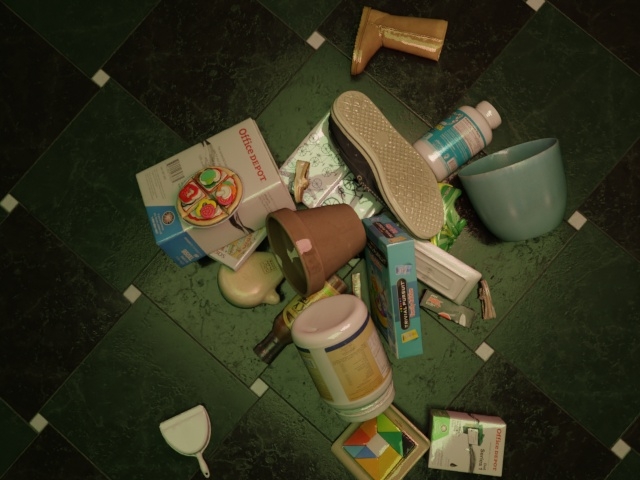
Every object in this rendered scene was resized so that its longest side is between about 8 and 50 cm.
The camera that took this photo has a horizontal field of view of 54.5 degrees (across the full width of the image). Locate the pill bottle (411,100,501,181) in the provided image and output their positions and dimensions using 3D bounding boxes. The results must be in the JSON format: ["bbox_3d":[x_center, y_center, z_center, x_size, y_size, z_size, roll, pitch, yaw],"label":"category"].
[{"bbox_3d":[0.415,-0.308,1.883,0.264,0.146,0.146,-37,86,-1],"label":"pill bottle"}]

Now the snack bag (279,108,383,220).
[{"bbox_3d":[0.076,-0.208,1.946,0.342,0.037,0.323,41,89,4],"label":"snack bag"}]

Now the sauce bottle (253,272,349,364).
[{"bbox_3d":[-0.062,0.232,1.891,0.111,0.111,0.344,42,90,4],"label":"sauce bottle"}]

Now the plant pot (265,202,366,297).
[{"bbox_3d":[0.000,0.000,1.771,0.229,0.263,0.263,-24,86,-17],"label":"plant pot"}]

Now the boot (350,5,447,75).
[{"bbox_3d":[0.242,-0.604,1.936,0.270,0.089,0.236,14,88,2],"label":"boot"}]

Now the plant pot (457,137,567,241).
[{"bbox_3d":[0.579,-0.136,1.809,0.293,0.293,0.235,-23,101,1],"label":"plant pot"}]

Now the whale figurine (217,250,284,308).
[{"bbox_3d":[-0.185,0.106,1.907,0.272,0.141,0.216,-24,76,-23],"label":"whale figurine"}]

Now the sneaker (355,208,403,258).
[{"bbox_3d":[0.180,-0.029,1.910,0.272,0.100,0.108,-28,74,-4],"label":"sneaker"}]

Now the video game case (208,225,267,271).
[{"bbox_3d":[-0.259,-0.035,1.877,0.206,0.026,0.227,26,68,32],"label":"video game case"}]

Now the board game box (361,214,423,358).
[{"bbox_3d":[0.199,0.124,1.756,0.079,0.254,0.336,-11,109,-9],"label":"board game box"}]

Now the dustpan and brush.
[{"bbox_3d":[-0.389,0.633,1.914,0.147,0.060,0.211,-23,80,-12],"label":"dustpan and brush"}]

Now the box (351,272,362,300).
[{"bbox_3d":[0.111,0.168,1.895,0.027,0.094,0.137,-4,87,3],"label":"box"}]

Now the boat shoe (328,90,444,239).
[{"bbox_3d":[0.188,-0.212,1.844,0.187,0.156,0.500,-32,82,-27],"label":"boat shoe"}]

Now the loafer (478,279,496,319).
[{"bbox_3d":[0.505,0.184,1.905,0.039,0.045,0.125,-15,89,8],"label":"loafer"}]

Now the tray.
[{"bbox_3d":[0.325,0.082,1.837,0.270,0.030,0.145,33,133,11],"label":"tray"}]

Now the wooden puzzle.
[{"bbox_3d":[0.174,0.616,1.854,0.221,0.044,0.238,40,91,27],"label":"wooden puzzle"}]

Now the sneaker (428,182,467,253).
[{"bbox_3d":[0.383,-0.027,1.886,0.124,0.109,0.295,3,92,-2],"label":"sneaker"}]

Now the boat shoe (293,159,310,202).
[{"bbox_3d":[-0.055,-0.181,1.907,0.045,0.050,0.135,2,86,10],"label":"boat shoe"}]

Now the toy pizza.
[{"bbox_3d":[-0.309,-0.126,1.712,0.201,0.032,0.201,-7,61,12],"label":"toy pizza"}]

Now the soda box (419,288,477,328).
[{"bbox_3d":[0.389,0.209,1.902,0.169,0.053,0.060,25,88,4],"label":"soda box"}]

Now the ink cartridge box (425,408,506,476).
[{"bbox_3d":[0.434,0.603,1.859,0.220,0.092,0.160,6,88,3],"label":"ink cartridge box"}]

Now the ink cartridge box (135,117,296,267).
[{"bbox_3d":[-0.308,-0.143,1.840,0.395,0.166,0.285,-26,57,1],"label":"ink cartridge box"}]

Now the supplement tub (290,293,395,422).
[{"bbox_3d":[0.072,0.338,1.781,0.228,0.228,0.316,-23,112,1],"label":"supplement tub"}]
